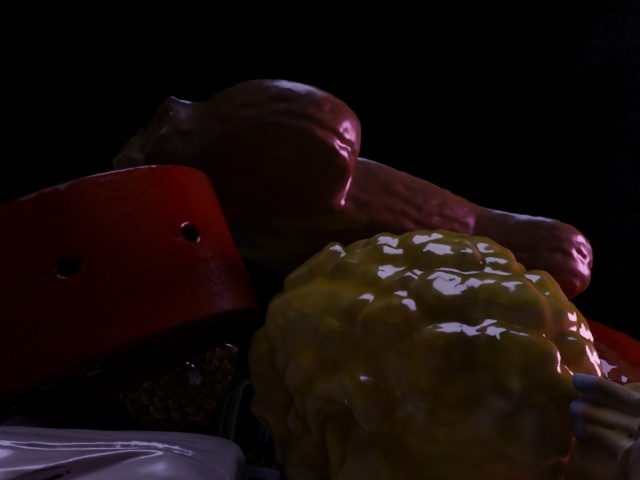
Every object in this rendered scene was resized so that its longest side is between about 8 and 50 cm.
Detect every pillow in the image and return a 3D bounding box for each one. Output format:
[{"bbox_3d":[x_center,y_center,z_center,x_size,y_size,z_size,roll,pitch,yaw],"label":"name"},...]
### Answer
[{"bbox_3d":[-0.165,0.123,0.383,0.270,0.067,0.173,5,-8,-9],"label":"pillow"}]

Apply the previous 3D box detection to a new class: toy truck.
[{"bbox_3d":[0.000,0.180,0.702,0.191,0.085,0.116,13,-19,-19],"label":"toy truck"}]

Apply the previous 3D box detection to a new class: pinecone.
[{"bbox_3d":[-0.188,0.165,0.993,0.173,0.174,0.173,7,-8,1],"label":"pinecone"}]

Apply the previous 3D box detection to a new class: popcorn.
[{"bbox_3d":[0.056,0.099,0.482,0.225,0.203,0.200,30,-31,8],"label":"popcorn"}]

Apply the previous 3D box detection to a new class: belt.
[{"bbox_3d":[-0.197,0.066,0.561,0.323,0.115,0.227,-27,-13,23],"label":"belt"}]

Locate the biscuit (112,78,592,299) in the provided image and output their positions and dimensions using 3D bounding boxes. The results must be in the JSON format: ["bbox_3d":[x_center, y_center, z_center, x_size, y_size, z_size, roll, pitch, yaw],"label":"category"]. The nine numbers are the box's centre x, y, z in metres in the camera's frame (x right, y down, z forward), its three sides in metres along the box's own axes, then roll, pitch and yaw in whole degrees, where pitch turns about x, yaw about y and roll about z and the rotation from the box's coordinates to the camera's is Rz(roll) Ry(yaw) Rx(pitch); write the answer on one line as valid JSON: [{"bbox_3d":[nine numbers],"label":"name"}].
[{"bbox_3d":[0.000,0.000,0.724,0.394,0.076,0.368,23,-22,-29],"label":"biscuit"}]

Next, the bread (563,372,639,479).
[{"bbox_3d":[0.238,0.133,0.356,0.241,0.136,0.107,5,-8,2],"label":"bread"}]

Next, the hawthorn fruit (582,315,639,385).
[{"bbox_3d":[0.220,0.156,0.639,0.251,0.190,0.189,17,-2,28],"label":"hawthorn fruit"}]

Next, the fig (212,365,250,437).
[{"bbox_3d":[-0.020,0.187,0.804,0.177,0.117,0.117,15,-5,19],"label":"fig"}]
